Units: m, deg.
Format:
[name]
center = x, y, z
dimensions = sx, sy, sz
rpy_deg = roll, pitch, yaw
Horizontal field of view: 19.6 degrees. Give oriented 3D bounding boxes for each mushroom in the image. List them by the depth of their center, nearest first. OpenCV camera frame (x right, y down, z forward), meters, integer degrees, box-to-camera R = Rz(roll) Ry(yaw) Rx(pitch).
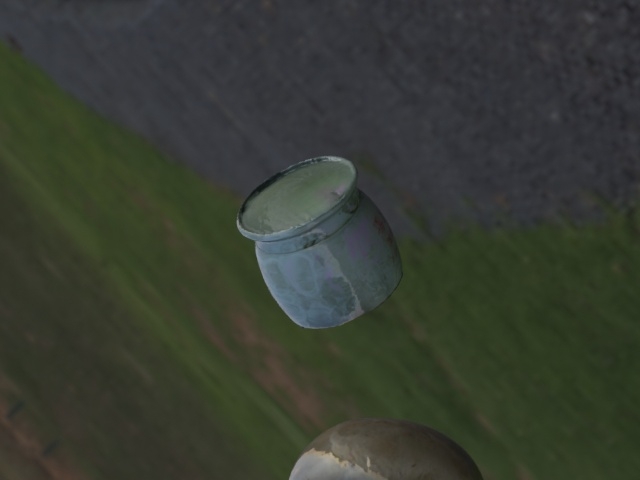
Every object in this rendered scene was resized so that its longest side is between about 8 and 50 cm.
[mushroom]
center = 0.060, 0.280, 1.815
dimensions = 0.204, 0.204, 0.204
rpy_deg = 46, 173, 7

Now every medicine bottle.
[medicine bottle]
center = 0.000, 0.000, 1.981
dimensions = 0.147, 0.147, 0.143
rpy_deg = 35, 155, 59
